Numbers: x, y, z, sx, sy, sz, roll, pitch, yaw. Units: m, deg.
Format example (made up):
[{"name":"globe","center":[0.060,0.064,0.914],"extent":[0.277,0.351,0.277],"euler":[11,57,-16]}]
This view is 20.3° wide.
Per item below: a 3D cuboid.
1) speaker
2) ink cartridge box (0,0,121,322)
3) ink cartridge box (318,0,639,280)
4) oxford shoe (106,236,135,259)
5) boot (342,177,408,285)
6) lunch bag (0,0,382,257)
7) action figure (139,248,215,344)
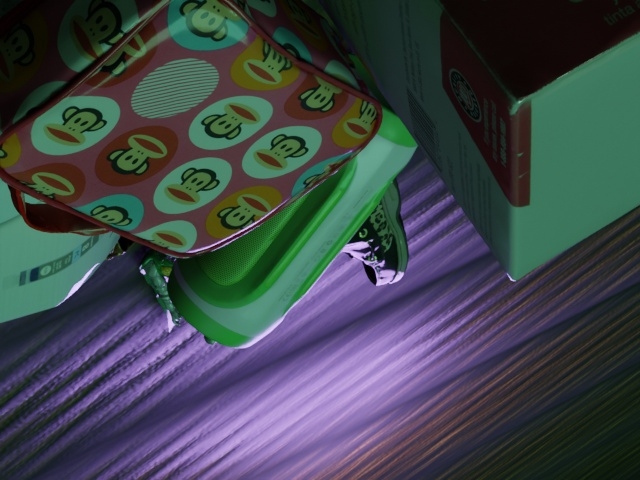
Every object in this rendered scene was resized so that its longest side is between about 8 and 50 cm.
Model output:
[{"name":"speaker","center":[-0.026,-0.036,1.737],"extent":[0.131,0.131,0.296],"euler":[6,128,-54]},{"name":"ink cartridge box","center":[-0.177,-0.086,1.474],"extent":[0.385,0.091,0.308],"euler":[-15,140,-28]},{"name":"ink cartridge box","center":[0.096,-0.206,1.268],"extent":[0.160,0.385,0.279],"euler":[-31,157,-7]},{"name":"oxford shoe","center":[-0.222,-0.007,1.672],"extent":[0.212,0.076,0.076],"euler":[-35,158,13]},{"name":"boot","center":[-0.001,-0.002,1.933],"extent":[0.178,0.085,0.236],"euler":[-25,149,-9]},{"name":"lunch bag","center":[-0.120,-0.093,1.331],"extent":[0.258,0.120,0.293],"euler":[-37,148,15]},{"name":"action figure","center":[-0.133,0.043,1.900],"extent":[0.137,0.063,0.232],"euler":[-28,153,3]}]
